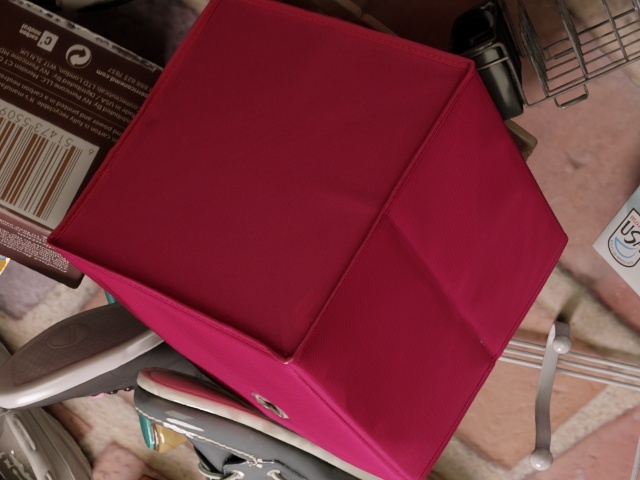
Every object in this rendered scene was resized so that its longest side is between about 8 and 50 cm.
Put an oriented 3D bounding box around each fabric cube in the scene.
[{"bbox_3d":[0.000,0.000,1.067,0.254,0.259,0.258,24,165,34],"label":"fabric cube"}]

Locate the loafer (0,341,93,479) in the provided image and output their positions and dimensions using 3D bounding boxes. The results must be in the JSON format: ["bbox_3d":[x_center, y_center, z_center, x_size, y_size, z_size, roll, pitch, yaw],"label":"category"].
[{"bbox_3d":[-0.356,0.184,1.410,0.112,0.111,0.319,-30,112,23],"label":"loafer"}]

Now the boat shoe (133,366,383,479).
[{"bbox_3d":[-0.055,0.206,1.243,0.319,0.116,0.099,31,86,-42],"label":"boat shoe"}]

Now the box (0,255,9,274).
[{"bbox_3d":[-0.319,0.021,1.328,0.028,0.081,0.136,34,120,-11],"label":"box"}]

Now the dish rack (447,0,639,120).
[{"bbox_3d":[0.238,-0.183,1.056,0.272,0.208,0.074,-23,106,14],"label":"dish rack"}]

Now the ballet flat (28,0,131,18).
[{"bbox_3d":[-0.239,-0.228,1.161,0.281,0.096,0.095,-9,117,13],"label":"ballet flat"}]

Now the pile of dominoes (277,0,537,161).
[{"bbox_3d":[0.064,-0.134,1.160,0.251,0.040,0.196,36,162,-10],"label":"pile of dominoes"}]

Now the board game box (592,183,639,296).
[{"bbox_3d":[0.415,-0.032,1.102,0.254,0.079,0.336,51,124,28],"label":"board game box"}]

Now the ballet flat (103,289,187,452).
[{"bbox_3d":[-0.166,0.109,1.373,0.073,0.080,0.232,-18,122,-13],"label":"ballet flat"}]

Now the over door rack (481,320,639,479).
[{"bbox_3d":[0.200,0.238,1.312,0.240,0.108,0.324,12,100,2],"label":"over door rack"}]

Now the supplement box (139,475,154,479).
[{"bbox_3d":[-0.221,0.376,1.523,0.080,0.078,0.233,26,120,-7],"label":"supplement box"}]

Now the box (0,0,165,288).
[{"bbox_3d":[-0.242,-0.080,1.156,0.168,0.167,0.203,26,165,-7],"label":"box"}]

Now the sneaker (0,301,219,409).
[{"bbox_3d":[-0.157,0.128,1.270,0.296,0.104,0.146,-24,119,-29],"label":"sneaker"}]
